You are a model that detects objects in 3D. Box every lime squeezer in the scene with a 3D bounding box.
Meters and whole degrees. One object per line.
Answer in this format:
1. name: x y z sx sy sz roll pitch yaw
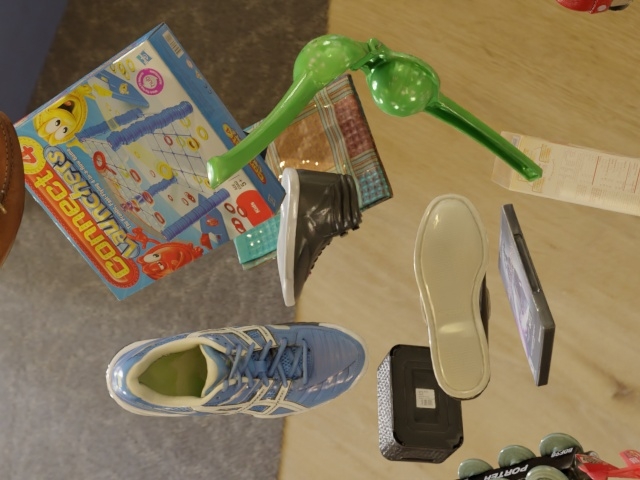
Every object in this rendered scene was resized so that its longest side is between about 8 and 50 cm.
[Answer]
1. lime squeezer: 0.047 -0.096 0.696 0.059 0.310 0.110 -49 56 41

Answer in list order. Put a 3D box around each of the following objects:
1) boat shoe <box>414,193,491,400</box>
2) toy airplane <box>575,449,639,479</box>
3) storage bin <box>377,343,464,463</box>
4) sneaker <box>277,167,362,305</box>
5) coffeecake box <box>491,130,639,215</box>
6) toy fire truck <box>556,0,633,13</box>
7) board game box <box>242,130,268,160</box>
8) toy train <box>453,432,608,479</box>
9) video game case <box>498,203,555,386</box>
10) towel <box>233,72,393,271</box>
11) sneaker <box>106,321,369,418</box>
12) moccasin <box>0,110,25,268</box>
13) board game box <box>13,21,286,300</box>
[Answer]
1. boat shoe: 0.083 0.035 0.594 0.046 0.038 0.125 -8 76 5
2. toy airplane: 0.405 0.301 1.266 0.151 0.151 0.028 9 92 30
3. storage bin: 0.166 0.275 1.636 0.084 0.122 0.180 113 160 -57
4. sneaker: 0.000 0.000 1.753 0.104 0.147 0.295 -108 20 -52
5. coffeecake box: 0.315 -0.081 1.181 0.186 0.142 0.068 12 98 -1
6. toy fire truck: 0.385 -0.483 1.566 0.246 0.158 0.217 -10 65 -7
7. board game box: -0.233 -0.196 1.710 0.165 0.243 0.042 11 85 42
8. toy train: 0.360 0.461 1.681 0.334 0.142 0.190 -27 101 34
9. video game case: 0.368 0.097 1.751 0.026 0.196 0.274 -11 51 0
10. towel: -0.053 -0.130 1.905 0.370 0.040 0.271 -26 76 29
11. sneaker: -0.061 0.107 0.763 0.211 0.081 0.080 -7 85 -11
12. moccasin: -0.477 0.004 1.199 0.139 0.147 0.380 17 76 13
13. board game box: -0.262 -0.105 1.419 0.302 0.086 0.308 -28 110 22
